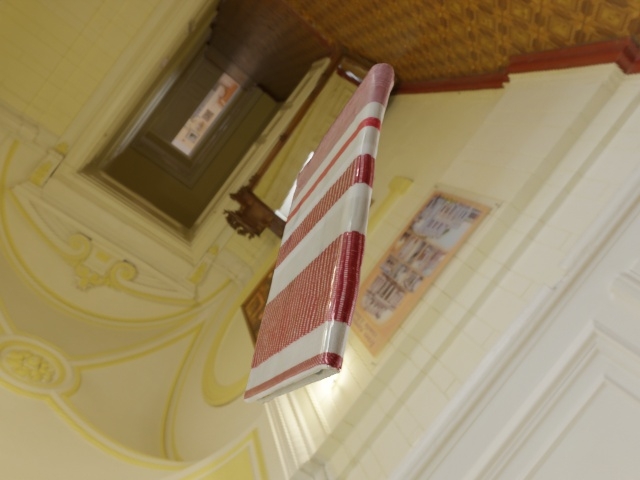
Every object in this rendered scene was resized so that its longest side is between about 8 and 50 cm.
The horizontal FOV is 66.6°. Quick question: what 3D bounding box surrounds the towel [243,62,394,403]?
[{"bbox_3d":[0.000,0.000,0.529,0.037,0.329,0.237,20,150,-15],"label":"towel"}]
